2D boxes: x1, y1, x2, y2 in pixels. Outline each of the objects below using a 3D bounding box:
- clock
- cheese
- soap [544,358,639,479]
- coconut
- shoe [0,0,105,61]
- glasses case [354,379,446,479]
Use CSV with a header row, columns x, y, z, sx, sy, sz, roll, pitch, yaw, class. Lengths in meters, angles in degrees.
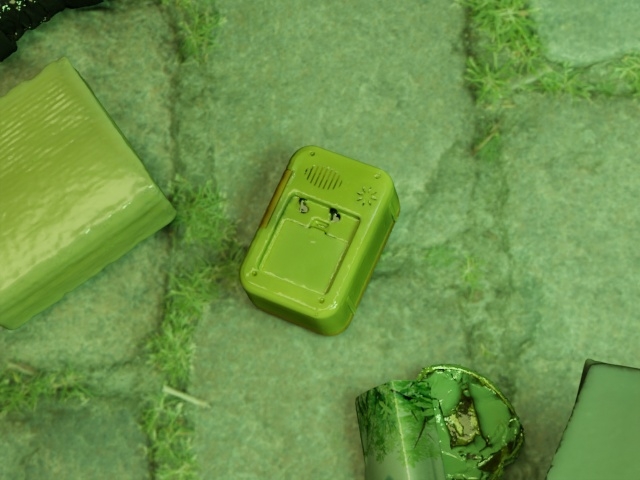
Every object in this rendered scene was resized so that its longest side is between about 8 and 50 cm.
x,y,z,sx,sy,sz,roll,pitch,yaw,class
0.000,0.000,1.941,0.143,0.096,0.202,21,76,18,clock
-0.356,-0.059,2.007,0.265,0.124,0.242,-35,66,-2,cheese
0.292,0.376,1.568,0.213,0.350,0.435,15,41,15,soap
0.172,0.224,1.860,0.133,0.055,0.158,2,73,9,coconut
-0.423,-0.305,2.101,0.291,0.114,0.137,-7,66,10,shoe
0.097,0.301,1.822,0.095,0.062,0.272,-32,60,47,glasses case
